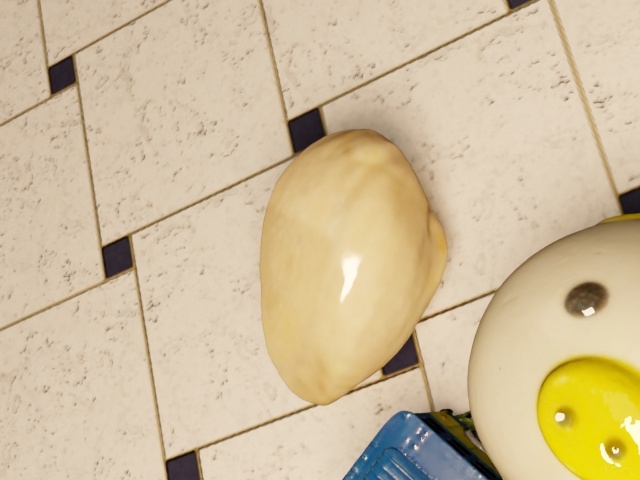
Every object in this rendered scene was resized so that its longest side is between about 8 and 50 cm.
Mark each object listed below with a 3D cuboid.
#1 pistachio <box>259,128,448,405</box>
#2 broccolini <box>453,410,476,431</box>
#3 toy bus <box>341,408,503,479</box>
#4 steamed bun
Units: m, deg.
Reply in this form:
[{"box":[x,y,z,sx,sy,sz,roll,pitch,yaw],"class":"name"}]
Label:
[{"box":[0.030,0.030,1.425,0.214,0.193,0.318,16,84,0],"class":"pistachio"},{"box":[0.202,0.183,1.373,0.239,0.051,0.054,-34,16,17],"class":"broccolini"},{"box":[0.171,0.307,1.257,0.288,0.175,0.138,40,100,23],"class":"toy bus"},{"box":[0.320,0.144,1.151,0.374,0.334,0.334,30,92,29],"class":"steamed bun"}]
